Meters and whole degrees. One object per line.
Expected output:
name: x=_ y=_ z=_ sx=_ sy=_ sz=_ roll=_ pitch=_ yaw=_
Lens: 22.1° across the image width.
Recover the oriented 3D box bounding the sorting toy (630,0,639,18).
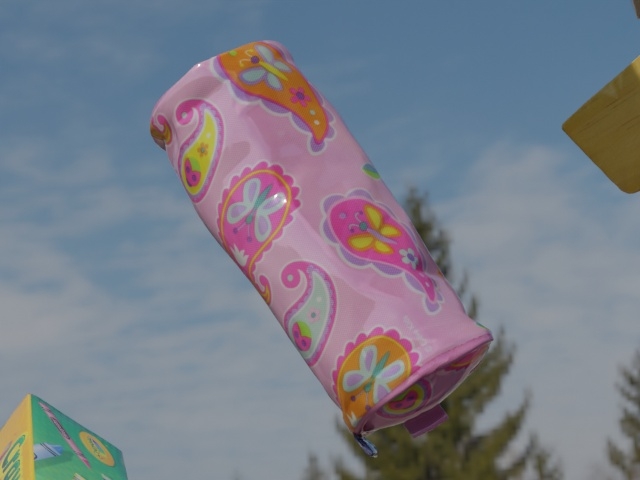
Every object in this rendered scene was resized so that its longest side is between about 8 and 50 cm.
sorting toy: x=0.168 y=-0.329 z=1.231 sx=0.089 sy=0.257 sz=0.255 roll=-17 pitch=-42 yaw=8

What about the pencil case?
pencil case: x=0.000 y=0.000 z=1.105 sx=0.124 sy=0.284 sz=0.124 roll=-32 pitch=-17 yaw=-11

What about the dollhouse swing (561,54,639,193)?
dollhouse swing: x=0.519 y=-0.098 z=1.726 sx=0.347 sy=0.305 sz=0.315 roll=-21 pitch=-12 yaw=-28

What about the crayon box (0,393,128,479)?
crayon box: x=-0.186 y=0.213 z=0.970 sx=0.081 sy=0.165 sz=0.278 roll=36 pitch=3 yaw=-15
